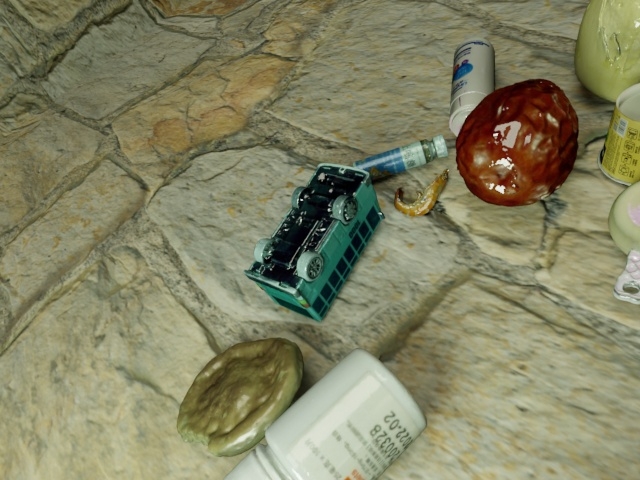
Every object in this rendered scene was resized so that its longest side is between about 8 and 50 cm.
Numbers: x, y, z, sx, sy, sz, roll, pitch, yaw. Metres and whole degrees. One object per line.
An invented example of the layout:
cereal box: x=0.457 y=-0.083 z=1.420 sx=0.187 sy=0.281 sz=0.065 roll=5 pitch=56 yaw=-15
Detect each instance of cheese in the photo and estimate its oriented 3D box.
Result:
cheese: x=0.477 y=-0.002 z=0.742 sx=0.137 sy=0.064 sz=0.227 roll=16 pitch=57 yaw=40

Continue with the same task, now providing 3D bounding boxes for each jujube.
jujube: x=0.337 y=-0.174 z=0.882 sx=0.197 sy=0.197 sz=0.290 roll=7 pitch=39 yaw=32

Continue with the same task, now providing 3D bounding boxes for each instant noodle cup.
instant noodle cup: x=0.533 y=-0.173 z=0.830 sx=0.152 sy=0.122 sz=0.151 roll=-12 pitch=48 yaw=14

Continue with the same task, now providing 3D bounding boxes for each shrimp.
shrimp: x=0.196 y=-0.098 z=0.999 sx=0.127 sy=0.025 sz=0.091 roll=-46 pitch=45 yaw=-14

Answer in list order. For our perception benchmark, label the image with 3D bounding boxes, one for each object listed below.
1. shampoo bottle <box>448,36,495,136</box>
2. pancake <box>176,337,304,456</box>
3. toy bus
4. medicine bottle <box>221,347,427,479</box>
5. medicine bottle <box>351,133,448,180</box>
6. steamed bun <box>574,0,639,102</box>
shampoo bottle: x=0.317 y=-0.305 z=1.085 sx=0.092 sy=0.092 sz=0.303 roll=-4 pitch=49 yaw=24
pancake: x=-0.128 y=0.228 z=0.801 sx=0.222 sy=0.042 sz=0.236 roll=-44 pitch=25 yaw=-13
toy bus: x=0.000 y=0.000 z=0.919 sx=0.128 sy=0.147 sz=0.256 roll=17 pitch=64 yaw=36
medicine bottle: x=0.005 y=0.269 z=0.670 sx=0.252 sy=0.144 sz=0.144 roll=-38 pitch=44 yaw=-14
medicine bottle: x=0.161 y=-0.165 z=1.061 sx=0.191 sy=0.051 sz=0.051 roll=-18 pitch=44 yaw=12
steamed bun: x=0.564 y=-0.401 z=0.950 sx=0.166 sy=0.232 sz=0.273 roll=11 pitch=54 yaw=27
